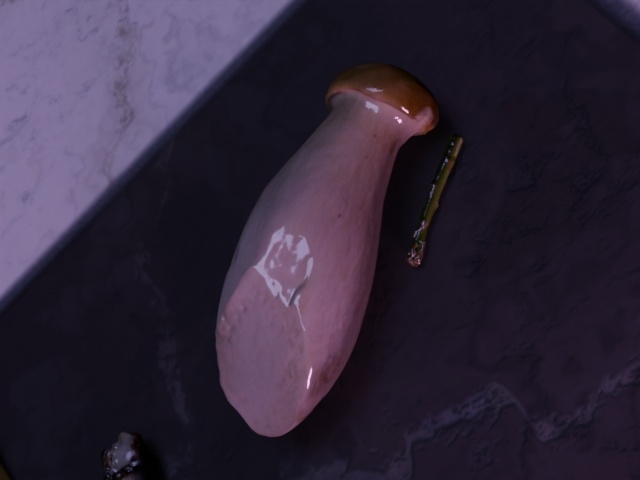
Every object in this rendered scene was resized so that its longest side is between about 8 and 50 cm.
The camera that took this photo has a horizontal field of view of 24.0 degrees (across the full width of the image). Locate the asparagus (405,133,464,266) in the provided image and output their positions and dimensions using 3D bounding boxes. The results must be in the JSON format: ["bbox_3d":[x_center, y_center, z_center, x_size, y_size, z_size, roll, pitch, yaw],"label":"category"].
[{"bbox_3d":[0.100,-0.035,1.324,0.018,0.015,0.127,8,70,40],"label":"asparagus"}]

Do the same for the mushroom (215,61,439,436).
[{"bbox_3d":[0.000,0.000,1.310,0.128,0.128,0.350,9,67,39],"label":"mushroom"}]

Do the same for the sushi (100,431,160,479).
[{"bbox_3d":[-0.172,0.210,1.367,0.046,0.044,0.083,-35,51,17],"label":"sushi"}]

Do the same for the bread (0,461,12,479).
[{"bbox_3d":[-0.350,0.244,1.475,0.088,0.049,0.226,-47,48,5],"label":"bread"}]
